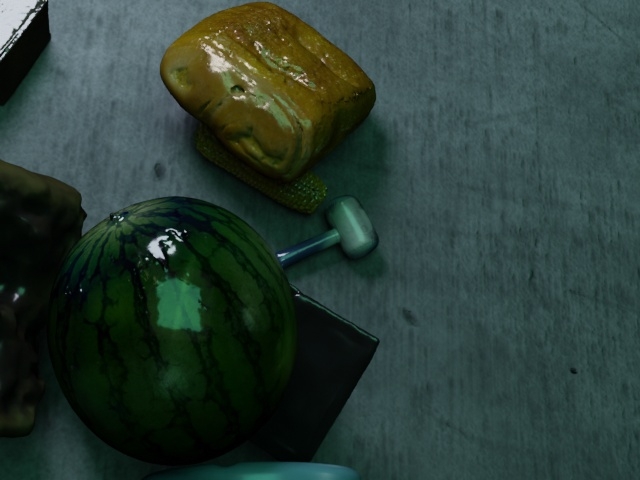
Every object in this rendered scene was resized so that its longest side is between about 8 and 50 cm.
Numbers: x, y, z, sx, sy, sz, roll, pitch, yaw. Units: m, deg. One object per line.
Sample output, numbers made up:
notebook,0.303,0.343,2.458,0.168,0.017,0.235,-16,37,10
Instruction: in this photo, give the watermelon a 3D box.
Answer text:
watermelon,-0.195,0.118,1.210,0.363,0.363,0.363,4,70,-12

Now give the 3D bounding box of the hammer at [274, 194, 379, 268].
hammer,0.000,0.000,1.590,0.194,0.069,0.116,-25,79,-15

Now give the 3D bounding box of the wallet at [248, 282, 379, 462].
wallet,-0.103,0.172,1.388,0.323,0.041,0.247,31,99,12

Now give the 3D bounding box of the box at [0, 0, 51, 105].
box,-0.620,-0.383,1.533,0.273,0.143,0.184,29,66,-3

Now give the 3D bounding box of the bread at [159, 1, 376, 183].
bread,-0.082,-0.284,1.569,0.328,0.148,0.337,43,40,5

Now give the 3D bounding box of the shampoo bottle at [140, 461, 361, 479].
shampoo bottle,-0.094,0.494,1.246,0.331,0.331,0.343,2,70,-13

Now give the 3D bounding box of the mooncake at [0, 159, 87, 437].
mooncake,-0.499,0.078,1.291,0.394,0.246,0.393,-43,66,6

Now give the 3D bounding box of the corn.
corn,-0.106,-0.137,1.599,0.260,0.091,0.091,32,68,-3
